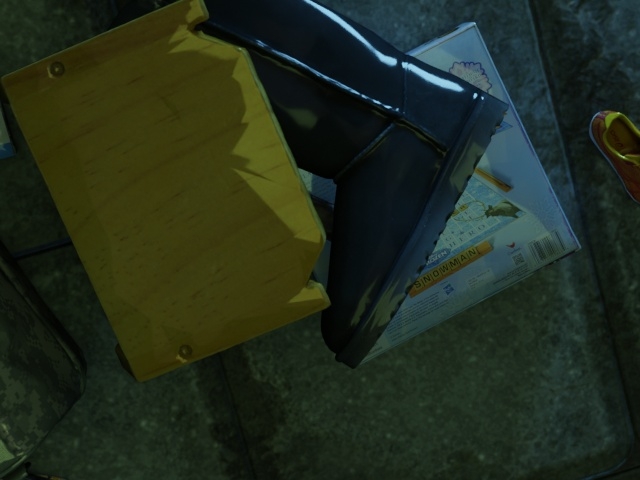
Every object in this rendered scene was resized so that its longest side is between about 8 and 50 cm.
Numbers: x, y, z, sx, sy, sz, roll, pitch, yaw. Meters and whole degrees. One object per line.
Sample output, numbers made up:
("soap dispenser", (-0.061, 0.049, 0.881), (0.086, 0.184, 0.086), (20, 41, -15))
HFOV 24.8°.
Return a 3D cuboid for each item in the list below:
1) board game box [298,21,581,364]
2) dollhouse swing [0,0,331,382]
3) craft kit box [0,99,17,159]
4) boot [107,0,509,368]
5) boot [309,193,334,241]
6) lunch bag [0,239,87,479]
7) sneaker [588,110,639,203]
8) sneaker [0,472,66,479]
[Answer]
("board game box", (0.114, -0.059, 1.810), (0.318, 0.066, 0.318), (-27, 101, -3))
("dollhouse swing", (-0.171, -0.070, 1.619), (0.315, 0.305, 0.347), (-22, 100, 8))
("craft kit box", (-0.511, -0.186, 1.706), (0.249, 0.061, 0.247), (-15, 102, -6))
("boot", (-0.061, -0.112, 1.666), (0.445, 0.146, 0.367), (29, 76, 0))
("boot", (0.000, 0.000, 1.750), (0.114, 0.037, 0.106), (15, 84, -12))
("lunch bag", (-0.422, 0.121, 1.659), (0.212, 0.256, 0.305), (-34, 101, -3))
("sneaker", (0.408, -0.092, 1.850), (0.175, 0.067, 0.064), (43, 88, -13))
("sneaker", (-0.395, 0.314, 1.779), (0.214, 0.083, 0.084), (9, 98, -8))
